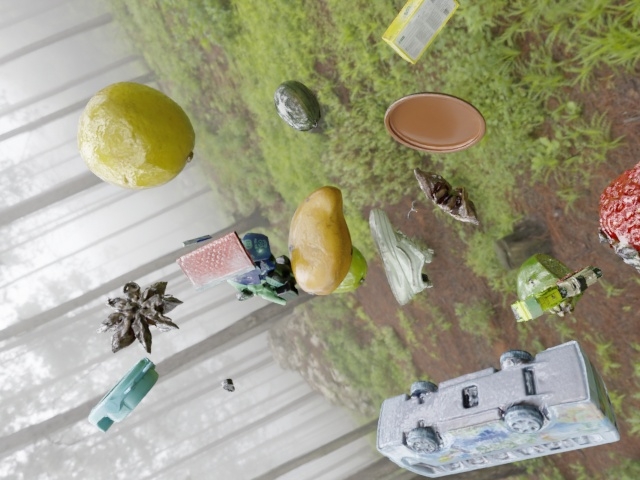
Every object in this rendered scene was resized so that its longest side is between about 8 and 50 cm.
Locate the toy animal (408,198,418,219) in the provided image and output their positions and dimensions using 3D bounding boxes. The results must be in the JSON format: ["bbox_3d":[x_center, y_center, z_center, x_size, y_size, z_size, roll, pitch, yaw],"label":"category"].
[{"bbox_3d":[0.352,-0.117,1.892,0.050,0.028,0.084,-108,37,-83],"label":"toy animal"}]

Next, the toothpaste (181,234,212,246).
[{"bbox_3d":[-0.333,-0.001,1.355,0.024,0.083,0.015,30,129,42],"label":"toothpaste"}]

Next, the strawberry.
[{"bbox_3d":[0.678,-0.056,0.918,0.257,0.261,0.261,101,145,-66],"label":"strawberry"}]

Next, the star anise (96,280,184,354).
[{"bbox_3d":[-0.674,0.273,1.866,0.117,0.332,0.331,81,165,-52],"label":"star anise"}]

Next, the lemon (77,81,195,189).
[{"bbox_3d":[-0.559,-0.313,1.534,0.348,0.348,0.348,155,90,-85],"label":"lemon"}]

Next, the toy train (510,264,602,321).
[{"bbox_3d":[0.550,0.120,1.157,0.053,0.250,0.085,65,159,10],"label":"toy train"}]

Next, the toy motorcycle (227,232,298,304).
[{"bbox_3d":[-0.176,0.074,1.372,0.331,0.196,0.125,34,-143,-52],"label":"toy motorcycle"}]

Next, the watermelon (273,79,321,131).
[{"bbox_3d":[-0.043,-0.258,0.972,0.110,0.078,0.078,53,174,4],"label":"watermelon"}]

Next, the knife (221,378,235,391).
[{"bbox_3d":[-0.244,0.390,1.344,0.121,0.031,0.018,91,160,-66],"label":"knife"}]

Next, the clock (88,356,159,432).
[{"bbox_3d":[-0.625,0.494,1.638,0.094,0.274,0.223,44,-140,-9],"label":"clock"}]

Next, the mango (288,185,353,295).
[{"bbox_3d":[0.002,0.002,1.365,0.120,0.177,0.295,33,-123,-68],"label":"mango"}]

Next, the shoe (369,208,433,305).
[{"bbox_3d":[0.254,0.037,1.487,0.124,0.159,0.316,-104,-4,-66],"label":"shoe"}]

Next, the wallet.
[{"bbox_3d":[-0.254,0.055,1.215,0.103,0.196,0.020,59,-151,-14],"label":"wallet"}]

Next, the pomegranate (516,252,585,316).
[{"bbox_3d":[0.712,0.163,1.549,0.159,0.190,0.241,-63,33,24],"label":"pomegranate"}]

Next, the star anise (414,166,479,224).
[{"bbox_3d":[0.455,-0.157,1.777,0.292,0.109,0.349,36,-169,18],"label":"star anise"}]

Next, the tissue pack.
[{"bbox_3d":[0.248,-0.546,1.252,0.095,0.176,0.062,28,-162,-34],"label":"tissue pack"}]

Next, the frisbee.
[{"bbox_3d":[0.284,-0.290,1.253,0.251,0.251,0.021,77,-154,-67],"label":"frisbee"}]

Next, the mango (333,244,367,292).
[{"bbox_3d":[0.019,0.076,1.643,0.293,0.175,0.143,16,-175,34],"label":"mango"}]

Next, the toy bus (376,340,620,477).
[{"bbox_3d":[0.246,0.261,0.737,0.136,0.330,0.109,44,-144,-23],"label":"toy bus"}]
